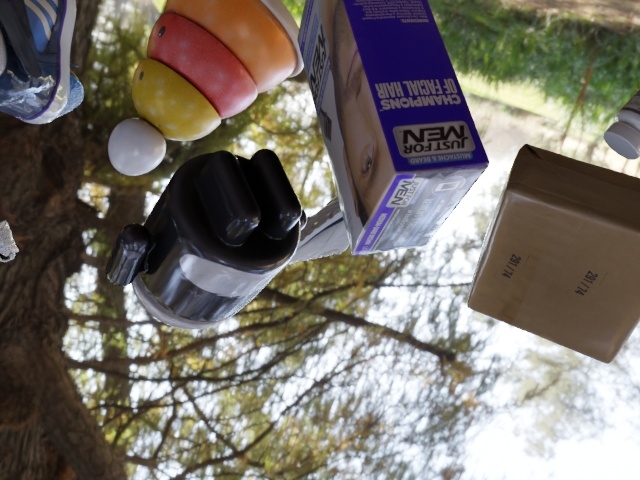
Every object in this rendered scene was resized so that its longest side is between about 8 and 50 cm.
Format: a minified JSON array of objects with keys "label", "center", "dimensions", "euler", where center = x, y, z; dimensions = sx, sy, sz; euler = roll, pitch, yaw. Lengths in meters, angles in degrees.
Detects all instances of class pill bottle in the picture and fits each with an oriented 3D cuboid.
[{"label":"pill bottle","center":[0.518,-0.198,0.951],"dimensions":[0.078,0.137,0.078],"euler":[42,-177,-3]}]

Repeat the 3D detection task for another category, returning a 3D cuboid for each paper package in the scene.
[{"label":"paper package","center":[0.465,0.025,1.132],"dimensions":[0.310,0.324,0.168],"euler":[22,-133,19]}]

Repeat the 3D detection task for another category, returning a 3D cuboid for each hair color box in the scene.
[{"label":"hair color box","center":[0.064,-0.175,0.707],"dimensions":[0.110,0.185,0.338],"euler":[-8,-114,-15]}]

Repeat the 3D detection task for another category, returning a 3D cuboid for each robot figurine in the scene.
[{"label":"robot figurine","center":[-0.135,-0.001,0.759],"dimensions":[0.209,0.278,0.173],"euler":[27,-132,-17]}]

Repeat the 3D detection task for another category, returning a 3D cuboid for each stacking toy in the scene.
[{"label":"stacking toy","center":[-0.289,-0.340,1.322],"dimensions":[0.351,0.480,0.350],"euler":[33,168,8]}]

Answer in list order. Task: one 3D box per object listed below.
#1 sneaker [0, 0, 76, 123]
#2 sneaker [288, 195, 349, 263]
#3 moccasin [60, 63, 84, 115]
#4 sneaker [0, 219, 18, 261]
[{"label":"sneaker","center":[-0.452,-0.335,0.813],"dimensions":[0.130,0.322,0.236],"euler":[-13,165,11]},{"label":"sneaker","center":[0.000,0.000,1.236],"dimensions":[0.095,0.235,0.090],"euler":[46,-153,-28]},{"label":"moccasin","center":[-0.530,-0.319,1.092],"dimensions":[0.117,0.138,0.342],"euler":[53,173,2]},{"label":"sneaker","center":[-0.553,0.015,1.024],"dimensions":[0.054,0.061,0.152],"euler":[-34,-171,-39]}]
